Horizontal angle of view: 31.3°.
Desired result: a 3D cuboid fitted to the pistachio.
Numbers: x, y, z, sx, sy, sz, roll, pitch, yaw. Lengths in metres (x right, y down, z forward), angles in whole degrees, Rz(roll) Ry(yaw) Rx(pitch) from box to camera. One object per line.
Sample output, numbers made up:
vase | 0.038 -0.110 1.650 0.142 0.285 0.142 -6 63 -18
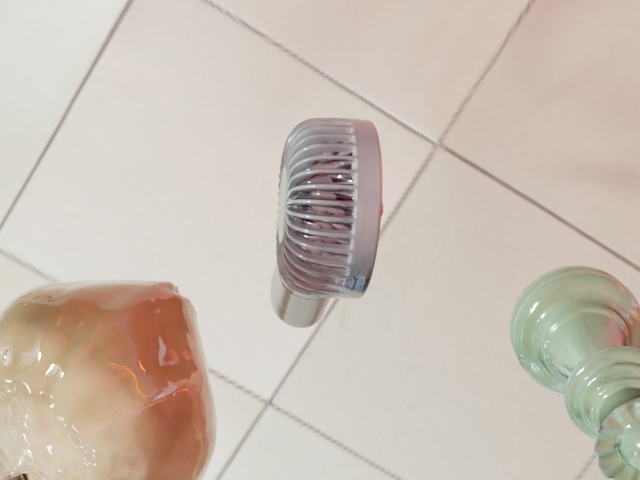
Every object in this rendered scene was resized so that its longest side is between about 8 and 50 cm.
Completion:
pistachio | -0.169 0.133 0.904 0.193 0.318 0.214 37 79 9

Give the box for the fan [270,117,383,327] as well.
fan | 0.000 0.000 0.873 0.074 0.244 0.130 3 66 -8

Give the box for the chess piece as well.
chess piece | 0.083 0.040 0.328 0.042 0.093 0.042 -1 108 -3
